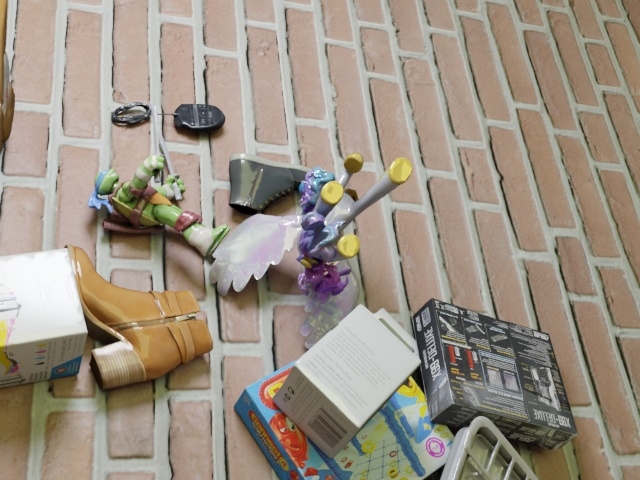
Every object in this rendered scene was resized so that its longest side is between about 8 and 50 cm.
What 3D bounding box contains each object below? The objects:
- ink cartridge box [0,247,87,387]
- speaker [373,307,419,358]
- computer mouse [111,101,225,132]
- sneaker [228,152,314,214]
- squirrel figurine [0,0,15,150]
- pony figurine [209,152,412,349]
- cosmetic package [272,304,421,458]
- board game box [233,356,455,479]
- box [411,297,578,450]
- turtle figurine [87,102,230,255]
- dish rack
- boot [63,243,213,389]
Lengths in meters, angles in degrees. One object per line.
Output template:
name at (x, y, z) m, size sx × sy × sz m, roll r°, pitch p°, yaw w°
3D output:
ink cartridge box at (-0.527, 0.138, 1.491) m, size 0.233 × 0.171 × 0.168 m, roll -8°, pitch 61°, yaw -25°
speaker at (0.154, 0.201, 1.796) m, size 0.136 × 0.055 × 0.055 m, roll 46°, pitch 53°, yaw 11°
computer mouse at (-0.325, -0.261, 1.930) m, size 0.242 × 0.041 × 0.071 m, roll 1°, pitch 59°, yaw -14°
sneaker at (-0.095, -0.101, 1.898) m, size 0.222 × 0.083 × 0.118 m, roll 11°, pitch 73°, yaw -23°
squirrel figurine at (-0.759, -0.253, 1.607) m, size 0.370 × 0.281 × 0.397 m, roll 2°, pitch 55°, yaw -13°
pony figurine at (0.000, 0.000, 1.728) m, size 0.303 × 0.363 × 0.351 m, roll 37°, pitch 68°, yaw -5°
cosmetic package at (0.044, 0.243, 1.552) m, size 0.151 × 0.151 × 0.184 m, roll 43°, pitch 52°, yaw 10°
board game box at (0.053, 0.343, 1.640) m, size 0.308 × 0.086 × 0.302 m, roll -25°, pitch 70°, yaw -33°
box at (0.340, 0.263, 1.757) m, size 0.307 × 0.076 × 0.242 m, roll 17°, pitch 44°, yaw -25°
turtle figurine at (-0.282, -0.105, 1.739) m, size 0.266 × 0.198 × 0.274 m, roll 37°, pitch 56°, yaw 0°
dish rack at (0.275, 0.510, 1.569) m, size 0.285 × 0.072 × 0.333 m, roll 51°, pitch 46°, yaw -27°
boot at (-0.333, 0.114, 1.622) m, size 0.220 × 0.109 × 0.283 m, roll -17°, pitch 68°, yaw -29°
